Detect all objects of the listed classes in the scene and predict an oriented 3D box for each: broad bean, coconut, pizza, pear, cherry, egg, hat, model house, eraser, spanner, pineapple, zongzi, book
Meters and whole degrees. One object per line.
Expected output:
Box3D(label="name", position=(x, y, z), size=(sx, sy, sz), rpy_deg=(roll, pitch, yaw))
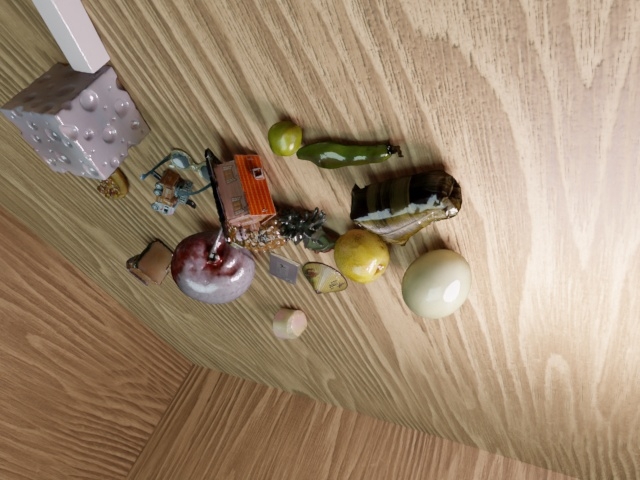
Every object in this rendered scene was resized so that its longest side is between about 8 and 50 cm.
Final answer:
Box3D(label="broad bean", position=(0.073, -0.221, 1.147), size=(0.325, 0.067, 0.075), rpy_deg=(2, 171, 31))
Box3D(label="coconut", position=(-0.154, 0.393, 2.132), size=(0.153, 0.147, 0.147), rpy_deg=(-4, 137, 36))
Box3D(label="pizza", position=(-0.840, -0.219, 1.820), size=(0.127, 0.058, 0.246), rpy_deg=(43, 143, -24))
Box3D(label="pear", position=(0.124, 0.046, 1.405), size=(0.178, 0.178, 0.178), rpy_deg=(19, 148, 13))
Box3D(label="cherry", position=(-0.410, 0.109, 1.795), size=(0.327, 0.291, 0.335), rpy_deg=(1, 160, 20))
Box3D(label="egg", position=(0.342, 0.126, 1.328), size=(0.189, 0.188, 0.253), rpy_deg=(25, 143, 4))
Box3D(label="pear", position=(-0.088, -0.268, 1.176), size=(0.097, 0.092, 0.092), rpy_deg=(-27, 122, 34))
Box3D(label="hat", position=(0.003, 0.172, 1.747), size=(0.193, 0.082, 0.193), rpy_deg=(18, 146, 13))
Box3D(label="model house", position=(-0.824, 0.103, 2.158), size=(0.172, 0.182, 0.166), rpy_deg=(-6, 135, 40))
Box3D(label="eraser", position=(-0.650, -0.578, 1.139), size=(0.076, 0.078, 0.298), rpy_deg=(16, 147, 17))
Box3D(label="spanner", position=(-0.550, -0.189, 1.695), size=(0.046, 0.012, 0.208), rpy_deg=(-16, 128, 47))
Box3D(label="pineapple", position=(-0.108, -0.047, 1.464), size=(0.341, 0.169, 0.169), rpy_deg=(-7, 135, 32))
Box3D(label="model house", position=(-0.223, -0.136, 1.353), size=(0.154, 0.293, 0.207), rpy_deg=(-16, 170, 2))
Box3D(label="zongzi", position=(0.258, -0.060, 1.196), size=(0.286, 0.134, 0.288), rpy_deg=(-7, 149, 36))
Box3D(label="book", position=(-0.151, 0.117, 1.844), size=(0.127, 0.014, 0.181), rpy_deg=(23, 149, 6))

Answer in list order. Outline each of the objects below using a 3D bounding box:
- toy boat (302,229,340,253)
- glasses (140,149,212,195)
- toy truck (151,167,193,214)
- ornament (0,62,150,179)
Box3D(label="toy boat", position=(-0.001, 0.000, 1.514), size=(0.185, 0.071, 0.089), rpy_deg=(9, 102, 27))
Box3D(label="glasses", position=(-0.438, -0.217, 1.418), size=(0.190, 0.220, 0.088), rpy_deg=(26, 110, 4))
Box3D(label="toy truck", position=(-0.542, -0.165, 1.647), size=(0.115, 0.080, 0.177), rpy_deg=(24, 140, -11))
Box3D(label="ornament", position=(-0.721, -0.359, 1.356), size=(0.240, 0.239, 0.239), rpy_deg=(11, 145, 23))
